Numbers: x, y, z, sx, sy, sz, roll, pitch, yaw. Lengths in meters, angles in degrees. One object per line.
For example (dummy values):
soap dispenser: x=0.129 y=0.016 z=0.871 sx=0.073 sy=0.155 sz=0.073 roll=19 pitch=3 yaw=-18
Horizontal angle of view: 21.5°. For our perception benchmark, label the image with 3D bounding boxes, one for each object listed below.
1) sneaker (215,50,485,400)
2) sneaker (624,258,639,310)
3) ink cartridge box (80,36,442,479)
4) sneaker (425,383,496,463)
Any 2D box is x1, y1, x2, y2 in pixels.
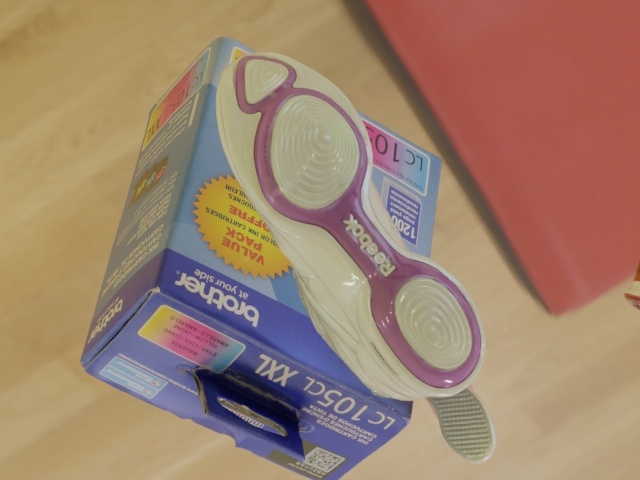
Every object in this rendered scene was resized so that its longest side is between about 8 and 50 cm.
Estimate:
sneaker: x=0.000 y=0.000 z=1.314 sx=0.114 sy=0.305 sz=0.152 roll=-30 pitch=179 yaw=-25
sneaker: x=0.450 y=0.039 z=1.820 sx=0.087 sy=0.221 sz=0.128 roll=46 pitch=64 yaw=-69
ink cartridge box: x=-0.048 y=0.039 z=1.547 sx=0.270 sy=0.395 sz=0.151 roll=28 pitch=136 yaw=-19
sneaker: x=0.137 y=0.165 z=1.610 sx=0.051 sy=0.134 sz=0.070 roll=-42 pitch=140 yaw=7
